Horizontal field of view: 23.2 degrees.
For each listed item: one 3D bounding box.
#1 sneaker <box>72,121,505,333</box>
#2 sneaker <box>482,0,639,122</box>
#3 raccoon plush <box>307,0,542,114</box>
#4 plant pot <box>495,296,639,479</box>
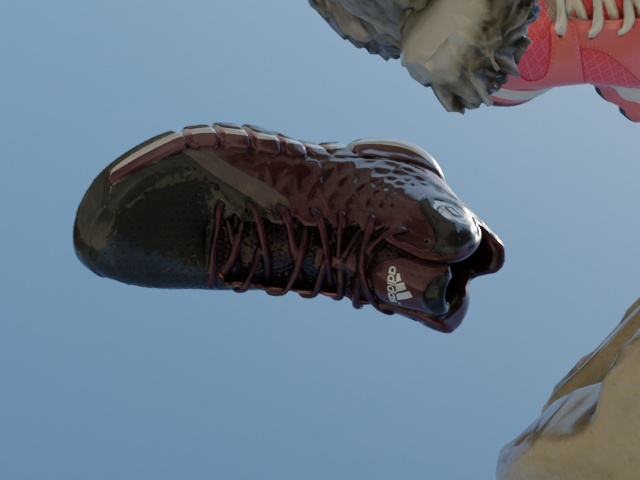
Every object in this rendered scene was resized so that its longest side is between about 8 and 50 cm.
[{"bbox_3d":[0.000,0.000,0.971,0.281,0.106,0.162,-8,-149,-33],"label":"sneaker"},{"bbox_3d":[0.195,-0.151,0.991,0.136,0.314,0.116,-25,-115,49],"label":"sneaker"},{"bbox_3d":[0.144,-0.227,0.559,0.446,0.299,0.216,-11,-169,26],"label":"raccoon plush"},{"bbox_3d":[0.263,0.139,0.740,0.305,0.334,0.334,44,-103,7],"label":"plant pot"}]
